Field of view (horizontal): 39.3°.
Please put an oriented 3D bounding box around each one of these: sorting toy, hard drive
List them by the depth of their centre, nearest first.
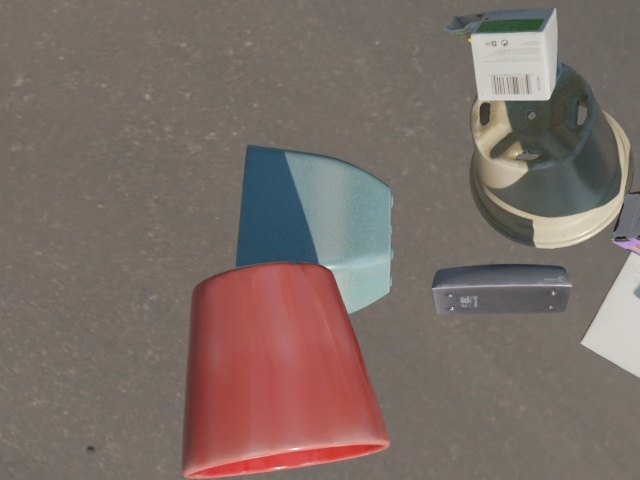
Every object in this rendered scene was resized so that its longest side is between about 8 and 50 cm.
[{"bbox_3d":[0.225,-0.322,1.349,0.075,0.083,0.044,-15,103,-45],"label":"sorting toy"},{"bbox_3d":[0.344,0.096,1.716,0.172,0.255,0.054,65,25,-65],"label":"hard drive"}]

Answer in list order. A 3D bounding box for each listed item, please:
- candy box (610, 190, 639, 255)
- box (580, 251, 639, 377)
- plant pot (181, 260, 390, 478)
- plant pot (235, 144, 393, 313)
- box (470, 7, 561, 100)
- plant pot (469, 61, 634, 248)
[{"bbox_3d":[0.474,-0.004,1.048,0.165,0.196,0.070,24,78,-17],"label":"candy box"},{"bbox_3d":[0.564,0.037,1.370,0.215,0.168,0.345,-46,157,-35],"label":"box"},{"bbox_3d":[-0.062,0.170,1.176,0.275,0.275,0.243,5,68,-38],"label":"plant pot"},{"bbox_3d":[0.000,0.000,1.558,0.248,0.252,0.247,83,9,-62],"label":"plant pot"},{"bbox_3d":[0.269,-0.254,1.225,0.087,0.101,0.102,-54,140,-46],"label":"box"},{"bbox_3d":[0.422,-0.184,1.724,0.333,0.334,0.305,-68,155,-8],"label":"plant pot"}]
